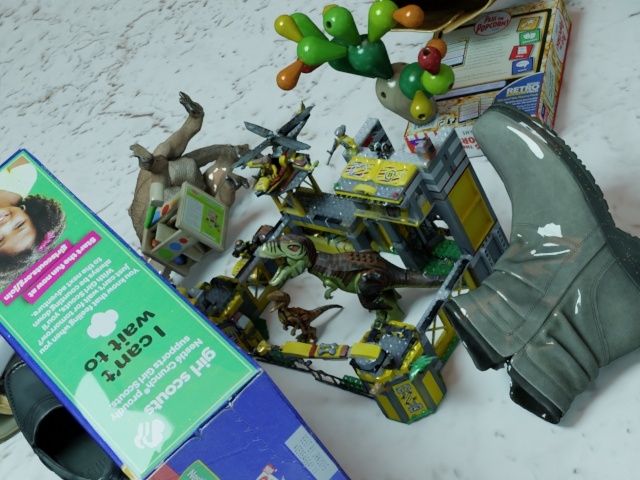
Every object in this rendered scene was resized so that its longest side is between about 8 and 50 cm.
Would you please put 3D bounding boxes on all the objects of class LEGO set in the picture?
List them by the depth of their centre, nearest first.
[{"bbox_3d":[0.000,0.000,1.109,0.331,0.192,0.255,21,62,45],"label":"LEGO set"}]

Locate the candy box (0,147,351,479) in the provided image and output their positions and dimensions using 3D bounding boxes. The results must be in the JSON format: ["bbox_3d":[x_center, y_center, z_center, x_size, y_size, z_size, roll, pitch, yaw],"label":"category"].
[{"bbox_3d":[-0.135,0.109,0.972,0.122,0.268,0.317,-45,54,-12],"label":"candy box"}]

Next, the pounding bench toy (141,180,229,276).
[{"bbox_3d":[-0.136,-0.015,1.107,0.065,0.083,0.052,-32,39,35],"label":"pounding bench toy"}]

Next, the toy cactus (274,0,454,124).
[{"bbox_3d":[0.057,-0.159,1.186,0.219,0.180,0.112,14,75,39],"label":"toy cactus"}]

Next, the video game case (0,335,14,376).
[{"bbox_3d":[-0.372,0.107,1.330,0.193,0.023,0.212,-22,35,41],"label":"video game case"}]

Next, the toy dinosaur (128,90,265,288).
[{"bbox_3d":[-0.169,-0.029,1.324,0.200,0.127,0.295,-55,9,29],"label":"toy dinosaur"}]

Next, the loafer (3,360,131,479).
[{"bbox_3d":[-0.236,0.173,1.147,0.076,0.078,0.223,-40,48,-12],"label":"loafer"}]

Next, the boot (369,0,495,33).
[{"bbox_3d":[0.205,-0.294,1.318,0.295,0.104,0.211,-15,22,22],"label":"boot"}]

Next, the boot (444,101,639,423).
[{"bbox_3d":[0.163,0.014,1.002,0.161,0.083,0.246,-34,73,-8],"label":"boot"}]

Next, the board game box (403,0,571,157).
[{"bbox_3d":[0.179,-0.170,1.295,0.147,0.045,0.193,-7,44,28],"label":"board game box"}]

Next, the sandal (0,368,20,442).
[{"bbox_3d":[-0.307,0.157,1.255,0.180,0.049,0.072,-20,40,13],"label":"sandal"}]
